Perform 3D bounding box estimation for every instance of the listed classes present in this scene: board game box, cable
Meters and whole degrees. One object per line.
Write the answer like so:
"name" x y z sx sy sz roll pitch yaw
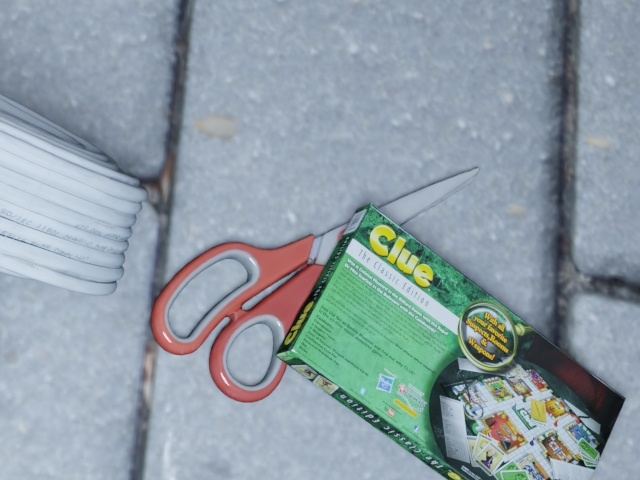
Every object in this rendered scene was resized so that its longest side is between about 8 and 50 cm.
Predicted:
"board game box" 0.101 0.101 1.280 0.260 0.030 0.136 37 66 -15
"cable" -0.228 -0.055 1.064 0.257 0.257 0.089 26 93 -26

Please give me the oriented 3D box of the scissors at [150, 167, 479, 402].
"scissors" 0.000 0.000 1.277 0.109 0.021 0.297 48 63 -4
